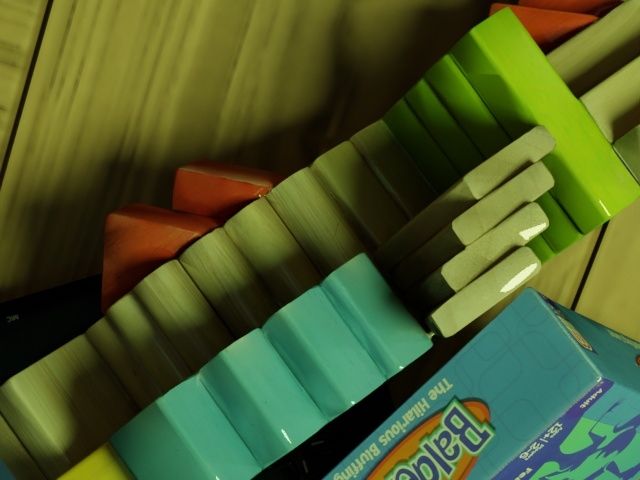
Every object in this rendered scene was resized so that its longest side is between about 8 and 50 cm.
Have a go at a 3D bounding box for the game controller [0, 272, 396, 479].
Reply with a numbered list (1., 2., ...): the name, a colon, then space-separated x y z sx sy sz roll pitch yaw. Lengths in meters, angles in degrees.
1. game controller: -0.123 0.108 0.783 0.319 0.067 0.166 -17 106 6

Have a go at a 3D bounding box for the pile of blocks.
1. pile of blocks: 0.000 0.000 0.672 0.362 0.149 0.112 -36 86 -4

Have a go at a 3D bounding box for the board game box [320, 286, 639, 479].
1. board game box: 0.078 0.105 0.715 0.160 0.210 0.047 -45 61 14
